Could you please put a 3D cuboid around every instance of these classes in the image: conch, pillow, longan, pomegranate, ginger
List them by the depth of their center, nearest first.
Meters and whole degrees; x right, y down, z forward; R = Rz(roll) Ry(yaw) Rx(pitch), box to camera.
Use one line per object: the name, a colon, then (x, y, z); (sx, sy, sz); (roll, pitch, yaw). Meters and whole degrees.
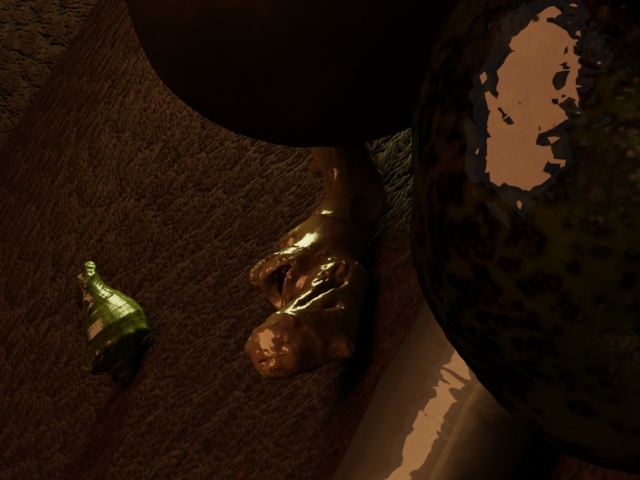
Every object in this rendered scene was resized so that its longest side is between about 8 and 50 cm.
pomegranate: (0.169, -0.033, 0.706); (0.276, 0.222, 0.204); (-17, 10, 7)
pillow: (0.059, 0.102, 0.930); (0.254, 0.078, 0.144); (-62, 9, -8)
longan: (0.000, -0.205, 1.215); (0.297, 0.297, 0.297); (-50, 21, 26)
ginger: (0.000, 0.000, 1.244); (0.089, 0.075, 0.288); (-7, 37, 13)
conch: (-0.198, 0.080, 1.619); (0.089, 0.074, 0.121); (-45, 62, 37)
